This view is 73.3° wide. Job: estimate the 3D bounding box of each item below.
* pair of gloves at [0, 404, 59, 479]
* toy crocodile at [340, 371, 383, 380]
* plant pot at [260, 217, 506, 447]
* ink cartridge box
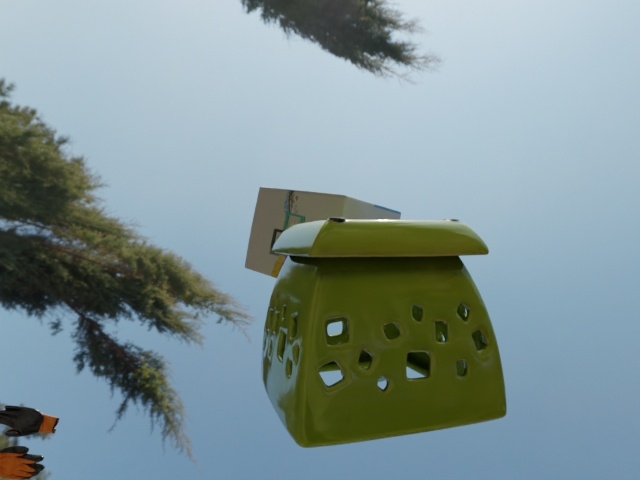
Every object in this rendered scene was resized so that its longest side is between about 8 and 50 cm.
[{"bbox_3d":[-0.362,0.241,0.515,0.074,0.010,0.083,15,-96,-9],"label":"pair of gloves"},{"bbox_3d":[0.124,0.376,1.302,0.105,0.340,0.115,-29,-119,18],"label":"toy crocodile"},{"bbox_3d":[0.054,0.080,0.503,0.228,0.226,0.207,-178,-92,-73],"label":"plant pot"},{"bbox_3d":[0.000,0.000,0.962,0.270,0.198,0.197,12,-88,44],"label":"ink cartridge box"}]
